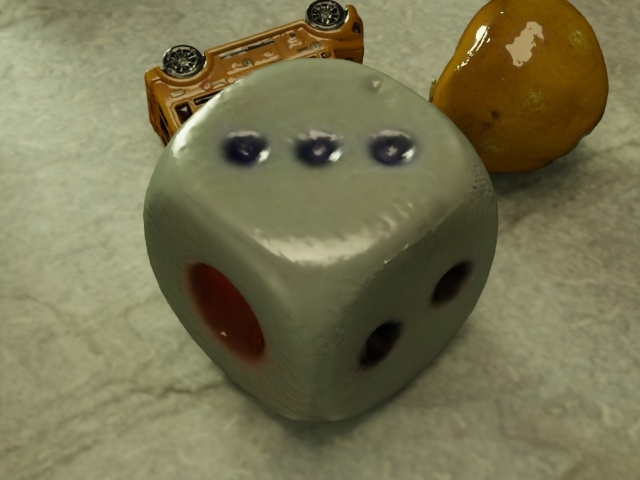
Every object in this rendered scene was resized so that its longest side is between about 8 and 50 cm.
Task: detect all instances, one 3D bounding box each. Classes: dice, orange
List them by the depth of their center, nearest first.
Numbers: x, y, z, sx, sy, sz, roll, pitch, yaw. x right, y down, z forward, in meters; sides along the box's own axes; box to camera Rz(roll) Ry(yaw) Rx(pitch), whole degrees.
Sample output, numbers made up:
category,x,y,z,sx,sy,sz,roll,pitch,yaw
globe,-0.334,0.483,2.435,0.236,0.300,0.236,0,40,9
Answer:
category,x,y,z,sx,sy,sz,roll,pitch,yaw
dice,0.000,0.000,0.956,0.192,0.194,0.193,-35,57,-27
orange,0.163,-0.125,1.095,0.134,0.156,0.156,40,58,3

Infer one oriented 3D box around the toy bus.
category,x,y,z,sx,sy,sz,roll,pitch,yaw
toy bus,-0.046,-0.128,1.132,0.195,0.083,0.088,-20,63,-13
